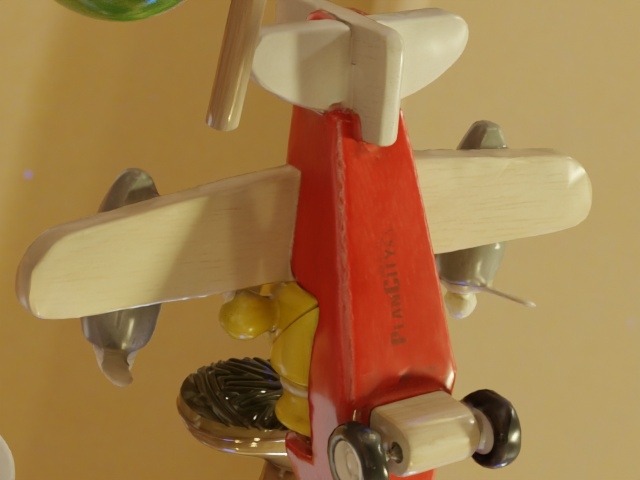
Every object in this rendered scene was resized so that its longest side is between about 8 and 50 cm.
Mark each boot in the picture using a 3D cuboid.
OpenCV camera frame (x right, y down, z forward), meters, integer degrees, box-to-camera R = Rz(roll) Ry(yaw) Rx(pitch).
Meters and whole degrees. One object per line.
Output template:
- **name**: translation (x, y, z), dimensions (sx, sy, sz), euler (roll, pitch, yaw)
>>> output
- **boot**: translation (-0.049, 0.230, 1.605), dimensions (0.089, 0.236, 0.269), euler (51, -50, 43)

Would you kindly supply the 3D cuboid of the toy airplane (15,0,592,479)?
- **toy airplane**: translation (0.000, 0.000, 1.440), dimensions (0.272, 0.386, 0.384), euler (-4, -129, 60)

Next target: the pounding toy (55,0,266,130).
- **pounding toy**: translation (-0.115, -0.182, 0.903), dimensions (0.110, 0.237, 0.183), euler (-6, 130, -47)

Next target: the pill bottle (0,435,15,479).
- **pill bottle**: translation (-0.258, 0.221, 1.234), dimensions (0.131, 0.131, 0.229), euler (-77, 180, -48)
